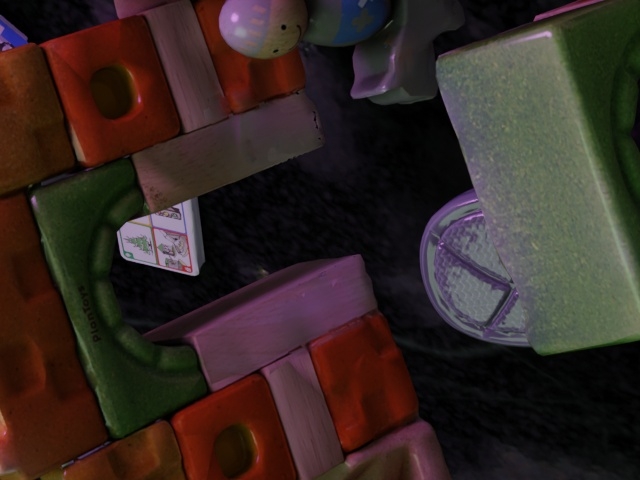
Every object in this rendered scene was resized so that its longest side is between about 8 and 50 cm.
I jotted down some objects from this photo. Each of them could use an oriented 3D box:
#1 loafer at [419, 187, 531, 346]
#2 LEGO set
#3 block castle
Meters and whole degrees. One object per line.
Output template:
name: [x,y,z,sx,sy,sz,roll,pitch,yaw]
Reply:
loafer: [0.178,0.001,0.757,0.267,0.084,0.096,4,107,23]
LEGO set: [-0.154,-0.091,0.990,0.182,0.060,0.244,13,142,14]
block castle: [0.000,0.000,0.653,0.303,0.212,0.453,-11,100,50]
